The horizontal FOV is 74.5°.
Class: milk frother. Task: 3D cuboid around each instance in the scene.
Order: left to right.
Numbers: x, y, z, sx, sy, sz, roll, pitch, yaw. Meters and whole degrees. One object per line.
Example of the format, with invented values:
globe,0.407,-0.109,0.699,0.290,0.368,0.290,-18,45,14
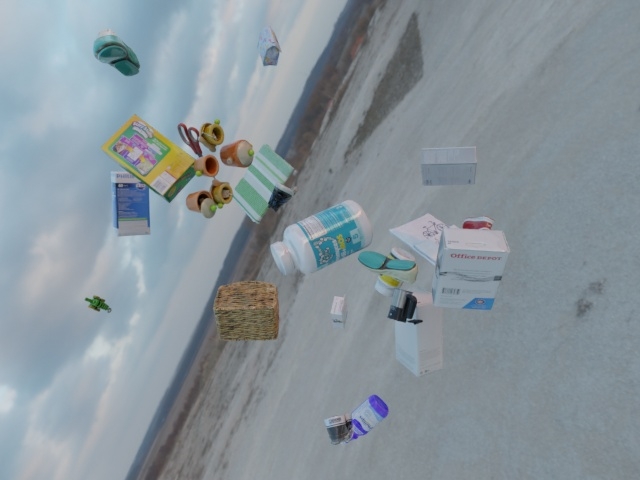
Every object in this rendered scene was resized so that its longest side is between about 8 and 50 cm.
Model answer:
milk frother,0.376,0.286,1.809,0.129,0.143,0.135,12,85,41

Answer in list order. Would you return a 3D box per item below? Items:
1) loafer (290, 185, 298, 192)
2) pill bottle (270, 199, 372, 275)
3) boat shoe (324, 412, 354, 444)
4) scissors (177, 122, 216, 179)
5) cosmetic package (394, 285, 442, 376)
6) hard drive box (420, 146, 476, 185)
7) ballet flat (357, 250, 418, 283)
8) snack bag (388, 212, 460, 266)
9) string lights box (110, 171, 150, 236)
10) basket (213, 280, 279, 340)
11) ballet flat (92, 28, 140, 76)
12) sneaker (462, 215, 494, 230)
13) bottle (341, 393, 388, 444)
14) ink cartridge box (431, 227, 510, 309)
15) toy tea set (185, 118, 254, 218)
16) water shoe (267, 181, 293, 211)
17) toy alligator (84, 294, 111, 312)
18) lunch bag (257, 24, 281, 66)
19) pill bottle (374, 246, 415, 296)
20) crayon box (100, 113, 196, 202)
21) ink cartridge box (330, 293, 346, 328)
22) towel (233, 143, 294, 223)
loafer,-0.140,-0.196,1.834,0.125,0.039,0.045,-24,31,34
pill bottle,0.000,0.000,1.161,0.264,0.146,0.146,-25,-1,-15
boat shoe,0.079,0.746,1.666,0.306,0.113,0.105,82,176,-68
scissors,-0.527,-0.372,1.818,0.297,0.109,0.021,77,-148,-46
cosmetic package,0.461,0.425,1.992,0.197,0.155,0.366,-147,51,-63
hard drive box,0.573,-0.328,1.885,0.181,0.232,0.089,58,-142,-61
ballet flat,0.240,0.101,1.513,0.248,0.086,0.086,14,77,44
snack bag,0.563,-0.016,2.082,0.323,0.342,0.037,-22,-44,-31
string lights box,-0.785,-0.152,1.744,0.076,0.133,0.260,14,104,50
basket,-0.354,0.342,2.060,0.213,0.299,0.223,-93,1,-56
ballet flat,-0.564,-0.520,1.144,0.083,0.087,0.247,-23,9,-4
sneaker,0.711,-0.037,1.965,0.128,0.087,0.221,-64,2,-10
bottle,0.196,0.873,2.032,0.283,0.118,0.092,-45,2,10
ink cartridge box,0.555,0.111,1.592,0.129,0.223,0.307,-79,-11,-49
toy tea set,-0.318,-0.224,1.388,0.200,0.124,0.336,31,-115,-57
water shoe,-0.147,-0.148,1.521,0.080,0.073,0.203,-61,4,-11
toy alligator,-0.954,0.286,1.842,0.190,0.051,0.056,71,-146,-63
lunch bag,-0.141,-0.543,1.177,0.083,0.053,0.071,124,130,-64
pill bottle,0.337,0.146,1.930,0.119,0.119,0.209,-90,23,-68
crayon box,-0.574,-0.279,1.434,0.165,0.278,0.081,-52,-5,-14
ink cartridge box,0.094,0.354,2.120,0.181,0.061,0.104,81,-161,-48
towel,-0.284,-0.273,2.021,0.325,0.248,0.038,-54,-31,16
